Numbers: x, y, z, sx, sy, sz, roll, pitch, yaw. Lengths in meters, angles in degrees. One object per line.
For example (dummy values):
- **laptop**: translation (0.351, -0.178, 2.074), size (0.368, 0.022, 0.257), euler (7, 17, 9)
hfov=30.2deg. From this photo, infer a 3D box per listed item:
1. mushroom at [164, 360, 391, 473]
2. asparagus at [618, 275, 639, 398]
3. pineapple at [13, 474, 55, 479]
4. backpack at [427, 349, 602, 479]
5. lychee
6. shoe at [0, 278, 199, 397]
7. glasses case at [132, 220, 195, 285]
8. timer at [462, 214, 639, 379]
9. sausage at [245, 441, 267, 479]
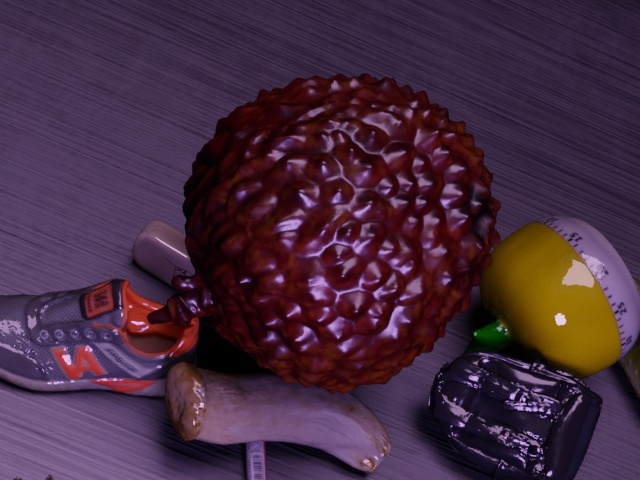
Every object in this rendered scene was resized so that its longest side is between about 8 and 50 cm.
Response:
- **mushroom**: translation (-0.054, 0.243, 1.651), size (0.351, 0.095, 0.123), euler (16, 64, -27)
- **asparagus**: translation (0.543, 0.157, 2.015), size (0.108, 0.128, 0.382), euler (29, 29, -54)
- **pineapple**: translation (-0.313, 0.367, 1.383), size (0.076, 0.225, 0.225), euler (-18, 55, 4)
- **backpack**: translation (0.287, 0.262, 1.770), size (0.258, 0.133, 0.206), euler (22, 82, 6)
- **lychee**: translation (0.000, 0.000, 1.586), size (0.500, 0.424, 0.424), euler (-33, 66, -5)
- **shoe**: translation (-0.315, 0.116, 1.616), size (0.336, 0.171, 0.132), euler (11, 49, -17)
- **glasses case**: translation (-0.192, 0.044, 1.796), size (0.196, 0.083, 0.050), euler (30, 45, 4)
- **timer**: translation (0.340, 0.116, 1.879), size (0.285, 0.285, 0.285), euler (13, 48, -14)
- **sausage**: translation (-0.088, 0.323, 1.641), size (0.029, 0.029, 0.223), euler (9, 49, -17)
